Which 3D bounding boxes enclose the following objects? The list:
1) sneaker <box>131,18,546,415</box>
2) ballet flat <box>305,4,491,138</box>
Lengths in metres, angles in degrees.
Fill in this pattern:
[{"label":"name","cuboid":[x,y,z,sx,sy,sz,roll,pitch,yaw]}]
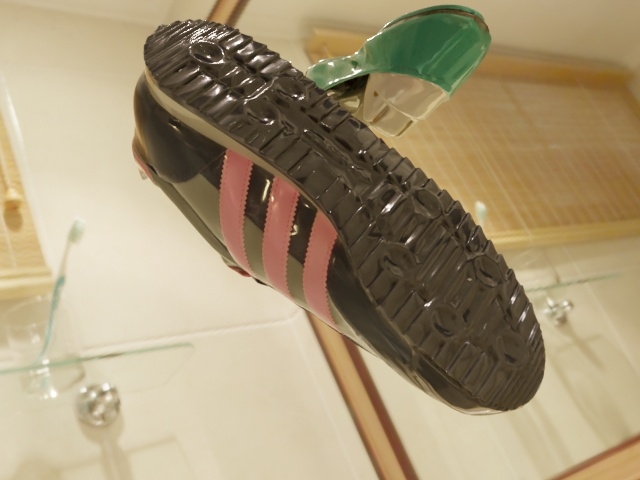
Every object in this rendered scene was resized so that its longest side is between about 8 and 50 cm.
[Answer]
[{"label":"sneaker","cuboid":[0.000,0.000,0.511,0.112,0.319,0.131,-34,-15,-39]},{"label":"ballet flat","cuboid":[0.053,-0.125,0.664,0.083,0.087,0.247,19,-9,-25]}]
